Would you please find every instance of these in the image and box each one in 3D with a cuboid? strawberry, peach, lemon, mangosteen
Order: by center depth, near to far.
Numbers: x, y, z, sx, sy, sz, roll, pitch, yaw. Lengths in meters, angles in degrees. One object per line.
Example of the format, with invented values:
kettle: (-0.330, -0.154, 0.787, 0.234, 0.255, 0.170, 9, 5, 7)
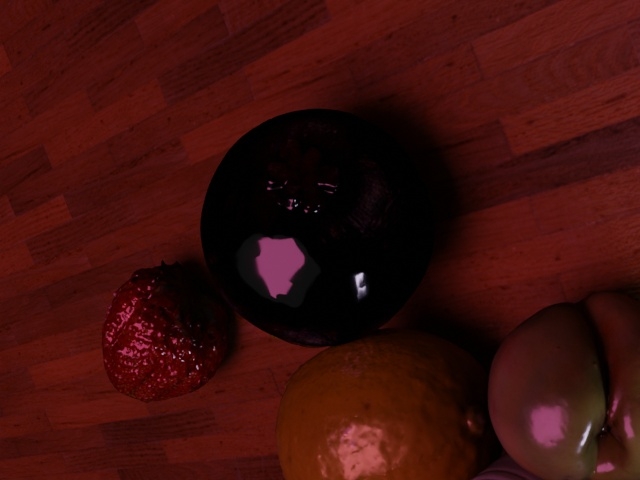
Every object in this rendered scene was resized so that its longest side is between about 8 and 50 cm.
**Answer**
peach: (0.373, 0.206, 1.508, 0.292, 0.292, 0.247, 7, 121, 43)
lemon: (0.135, 0.301, 1.744, 0.364, 0.364, 0.364, 21, 121, 38)
mangosteen: (0.000, 0.000, 1.754, 0.382, 0.382, 0.435, 43, 164, 24)
strawberry: (-0.335, 0.203, 2.238, 0.288, 0.238, 0.250, -50, 58, 19)

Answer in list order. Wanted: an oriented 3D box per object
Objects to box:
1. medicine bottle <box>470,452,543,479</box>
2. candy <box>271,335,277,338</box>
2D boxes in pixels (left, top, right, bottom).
medicine bottle: (0.322, 0.394, 1.597, 0.190, 0.332, 0.190, 21, 121, 38)
candy: (-0.049, 0.181, 2.106, 0.123, 0.035, 0.035, 13, 149, 31)
